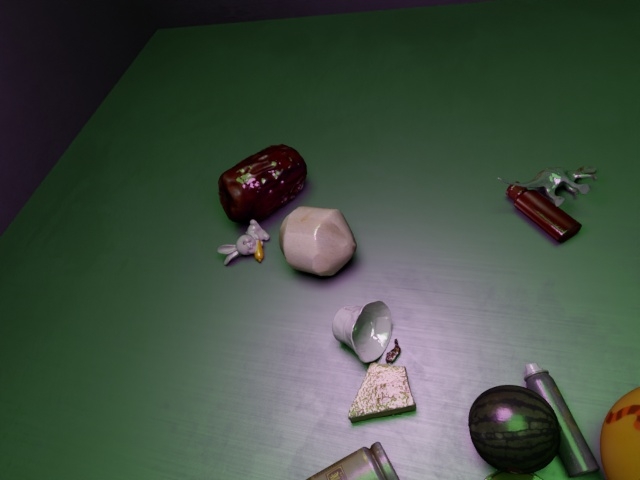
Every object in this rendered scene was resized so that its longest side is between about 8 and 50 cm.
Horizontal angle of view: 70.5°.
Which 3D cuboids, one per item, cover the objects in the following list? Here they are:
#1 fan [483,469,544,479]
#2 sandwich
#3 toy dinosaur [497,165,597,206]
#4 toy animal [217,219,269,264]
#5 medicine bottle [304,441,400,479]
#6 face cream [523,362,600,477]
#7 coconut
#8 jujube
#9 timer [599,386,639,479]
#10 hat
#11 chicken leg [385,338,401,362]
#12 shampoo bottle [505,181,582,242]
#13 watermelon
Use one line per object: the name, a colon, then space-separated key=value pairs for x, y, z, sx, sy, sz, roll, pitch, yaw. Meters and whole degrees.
fan: x=0.444 y=0.685 z=1.078 sx=0.335 sy=0.011 sz=0.229 roll=-24 pitch=52 yaw=-3
sandwich: x=0.164 y=0.427 z=1.317 sx=0.193 sy=0.058 sz=0.162 roll=-15 pitch=50 yaw=6
toy dinosaur: x=0.788 y=-0.193 z=1.545 sx=0.393 sy=0.092 sz=0.205 roll=-5 pitch=35 yaw=0
toy animal: x=-0.284 y=0.026 z=1.724 sx=0.127 sy=0.131 sz=0.181 roll=-6 pitch=37 yaw=52
medicine bottle: x=0.041 y=0.645 z=1.128 sx=0.322 sy=0.151 sz=0.151 roll=-28 pitch=52 yaw=-5
face cream: x=0.606 y=0.450 z=1.166 sx=0.073 sy=0.073 sz=0.283 roll=-16 pitch=52 yaw=3
coconut: x=0.000 y=0.000 z=1.561 sx=0.266 sy=0.237 sz=0.237 roll=12 pitch=59 yaw=21
jujube: x=-0.231 y=-0.227 z=1.778 sx=0.258 sy=0.258 sz=0.377 roll=31 pitch=61 yaw=31
timer: x=0.772 y=0.454 z=0.916 sx=0.376 sy=0.387 sz=0.376 roll=-10 pitch=57 yaw=15
hat: x=0.117 y=0.267 z=1.389 sx=0.126 sy=0.203 sz=0.203 roll=3 pitch=52 yaw=44
chicken leg: x=0.226 y=0.339 z=1.384 sx=0.036 sy=0.021 sz=0.083 roll=12 pitch=57 yaw=41
shampoo bottle: x=0.744 y=-0.105 z=1.538 sx=0.102 sy=0.064 sz=0.260 roll=-25 pitch=52 yaw=-16
watermelon: x=0.475 y=0.461 z=1.113 sx=0.212 sy=0.212 sz=0.212 roll=-7 pitch=53 yaw=10
